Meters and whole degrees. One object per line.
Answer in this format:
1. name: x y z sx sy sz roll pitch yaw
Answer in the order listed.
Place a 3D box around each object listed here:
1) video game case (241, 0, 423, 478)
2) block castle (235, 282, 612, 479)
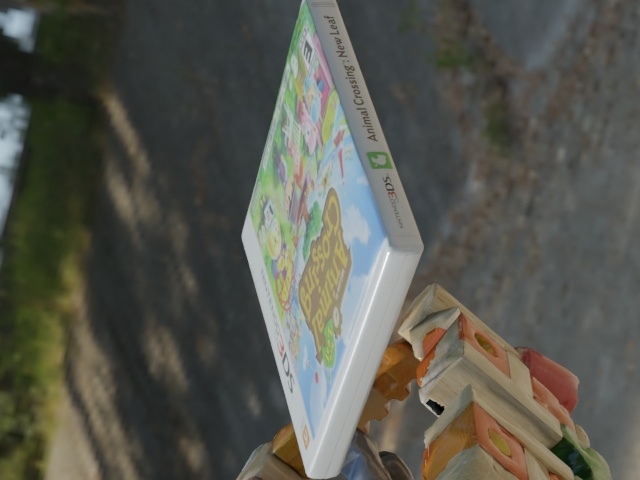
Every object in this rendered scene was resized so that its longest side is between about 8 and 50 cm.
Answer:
1. video game case: 0.000 0.000 1.088 0.212 0.023 0.193 108 153 -47
2. block castle: 0.086 0.259 1.455 0.303 0.213 0.453 -46 15 18
